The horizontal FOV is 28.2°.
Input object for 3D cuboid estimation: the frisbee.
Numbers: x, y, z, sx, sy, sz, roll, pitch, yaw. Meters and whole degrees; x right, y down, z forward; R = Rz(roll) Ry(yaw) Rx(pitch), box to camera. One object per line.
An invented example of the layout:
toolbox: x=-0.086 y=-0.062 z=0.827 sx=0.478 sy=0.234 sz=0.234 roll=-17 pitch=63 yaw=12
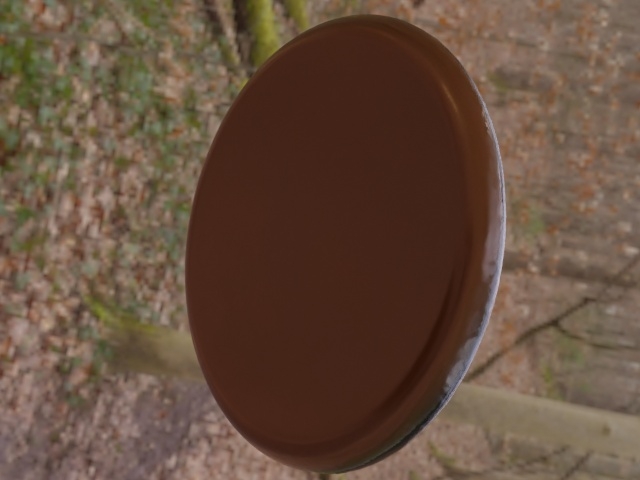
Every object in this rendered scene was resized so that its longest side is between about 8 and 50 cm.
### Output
frisbee: x=0.000 y=0.000 z=0.690 sx=0.021 sy=0.251 sz=0.251 roll=10 pitch=90 yaw=-40
